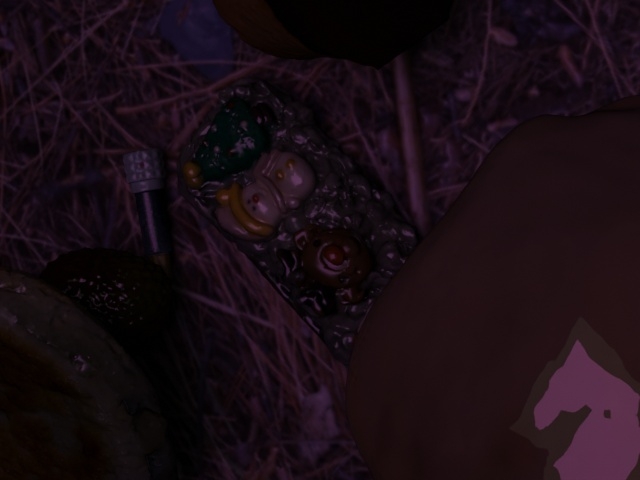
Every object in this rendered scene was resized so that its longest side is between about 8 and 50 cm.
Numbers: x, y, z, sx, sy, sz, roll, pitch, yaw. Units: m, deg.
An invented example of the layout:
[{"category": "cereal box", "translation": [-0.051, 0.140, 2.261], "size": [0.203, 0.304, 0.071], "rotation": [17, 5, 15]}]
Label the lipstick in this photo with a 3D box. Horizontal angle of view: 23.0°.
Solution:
[{"category": "lipstick", "translation": [-0.149, -0.022, 1.387], "size": [0.037, 0.037, 0.116], "rotation": [-8, 92, 23]}]

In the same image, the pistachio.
[{"category": "pistachio", "translation": [0.196, 0.116, 1.116], "size": [0.365, 0.281, 0.446], "rotation": [11, 83, 21]}]

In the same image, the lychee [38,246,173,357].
[{"category": "lychee", "translation": [-0.196, 0.061, 1.362], "size": [0.146, 0.114, 0.114], "rotation": [-22, 82, 21]}]

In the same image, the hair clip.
[{"category": "hair clip", "translation": [-0.001, -0.001, 1.291], "size": [0.321, 0.091, 0.138], "rotation": [46, 104, 15]}]

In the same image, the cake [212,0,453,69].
[{"category": "cake", "translation": [-0.012, -0.231, 1.257], "size": [0.178, 0.185, 0.208], "rotation": [-2, 92, 59]}]

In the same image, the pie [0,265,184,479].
[{"category": "pie", "translation": [-0.245, 0.136, 1.327], "size": [0.302, 0.067, 0.302], "rotation": [20, 140, 18]}]
